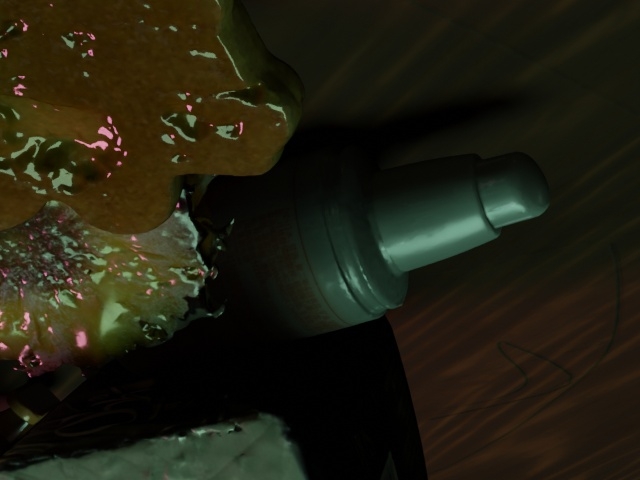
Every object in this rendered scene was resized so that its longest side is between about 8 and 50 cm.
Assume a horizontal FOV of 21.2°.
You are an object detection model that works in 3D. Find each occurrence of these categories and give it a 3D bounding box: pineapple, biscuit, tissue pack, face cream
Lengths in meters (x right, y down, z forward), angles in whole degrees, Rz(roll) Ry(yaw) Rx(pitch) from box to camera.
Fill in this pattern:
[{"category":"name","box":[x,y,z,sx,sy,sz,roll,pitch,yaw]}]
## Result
[{"category":"pineapple","box":[-0.151,-0.008,0.848,0.221,0.047,0.221,3,136,2]},{"category":"biscuit","box":[-0.136,-0.064,0.729,0.249,0.035,0.184,-13,137,21]},{"category":"tissue pack","box":[-0.046,0.166,1.028,0.198,0.210,0.370,-9,-174,9]},{"category":"face cream","box":[0.000,0.000,0.935,0.252,0.101,0.101,-16,159,20]}]

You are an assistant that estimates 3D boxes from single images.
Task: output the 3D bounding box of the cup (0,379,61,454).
[{"category":"cup","box":[-0.269,0.183,1.204,0.226,0.182,0.264,-46,-179,-14]}]
